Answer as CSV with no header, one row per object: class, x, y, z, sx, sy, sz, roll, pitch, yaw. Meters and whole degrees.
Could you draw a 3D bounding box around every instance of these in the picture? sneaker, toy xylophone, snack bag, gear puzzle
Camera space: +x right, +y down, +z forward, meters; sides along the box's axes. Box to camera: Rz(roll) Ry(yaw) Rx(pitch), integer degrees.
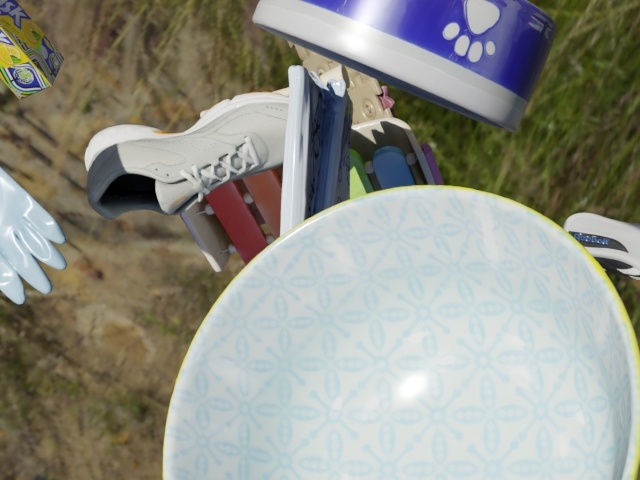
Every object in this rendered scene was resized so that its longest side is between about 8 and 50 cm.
sneaker,-0.128,-0.076,1.262,0.262,0.121,0.099,-13,128,8
toy xylophone,-0.020,-0.074,1.399,0.323,0.081,0.236,-20,131,20
sneaker,0.441,0.022,1.644,0.217,0.079,0.121,19,168,11
snack bag,0.000,0.000,1.135,0.037,0.323,0.342,3,178,7
gear puzzle,0.017,-0.308,1.783,0.175,0.044,0.339,-23,90,60

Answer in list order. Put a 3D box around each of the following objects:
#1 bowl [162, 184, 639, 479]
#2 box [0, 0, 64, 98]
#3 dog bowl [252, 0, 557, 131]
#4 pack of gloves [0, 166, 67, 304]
bowl,0.067,0.128,0.714,0.289,0.289,0.156,6,159,30
box,-0.378,-0.250,1.378,0.054,0.059,0.169,-18,130,27
dog bowl,0.078,-0.197,1.080,0.265,0.104,0.265,23,-174,-3
pack of gloves,-0.344,0.000,1.035,0.232,0.195,0.046,45,-174,4
